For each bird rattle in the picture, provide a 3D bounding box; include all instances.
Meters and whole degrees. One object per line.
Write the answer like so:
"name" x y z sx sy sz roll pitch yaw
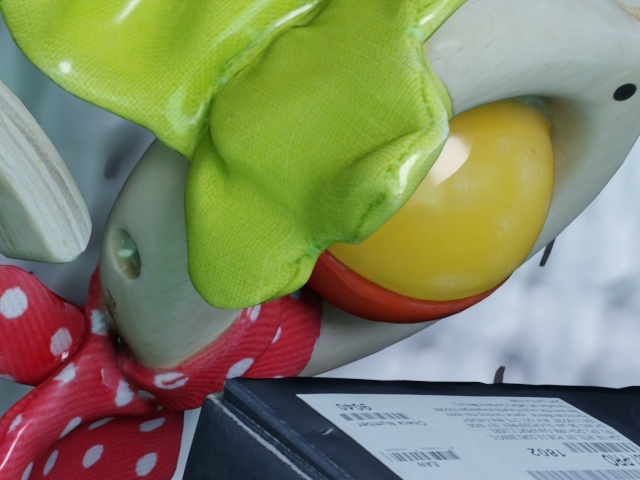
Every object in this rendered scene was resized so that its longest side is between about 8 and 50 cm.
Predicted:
"bird rattle" 0.000 0.000 0.477 0.207 0.143 0.253 -13 142 -31

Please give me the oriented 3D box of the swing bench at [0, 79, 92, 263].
"swing bench" -0.195 0.047 0.409 0.253 0.165 0.254 9 108 30

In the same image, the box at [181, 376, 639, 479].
"box" 0.114 0.199 0.505 0.395 0.097 0.318 5 108 -37
